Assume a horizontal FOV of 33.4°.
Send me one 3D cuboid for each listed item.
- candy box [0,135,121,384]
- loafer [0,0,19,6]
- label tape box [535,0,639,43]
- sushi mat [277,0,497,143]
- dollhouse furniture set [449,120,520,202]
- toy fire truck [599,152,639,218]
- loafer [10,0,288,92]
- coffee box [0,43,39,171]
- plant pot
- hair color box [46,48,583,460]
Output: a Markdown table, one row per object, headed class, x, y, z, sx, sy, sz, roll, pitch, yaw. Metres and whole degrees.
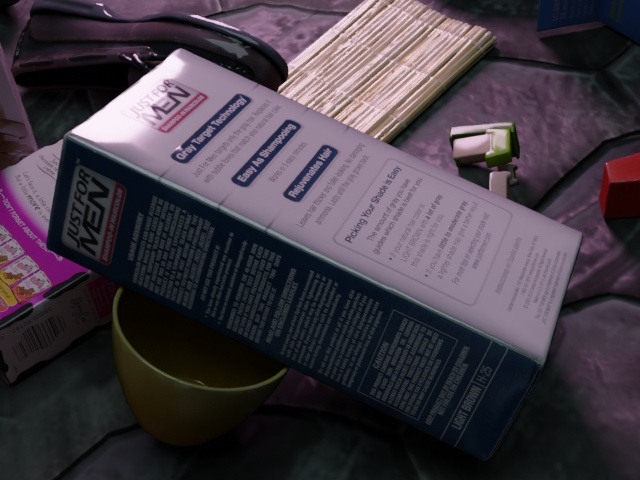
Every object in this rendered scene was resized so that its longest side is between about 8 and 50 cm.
| class | x | y | z | sx | sy | sz | roll | pitch | yaw |
| --- | --- | --- | --- | --- | --- | --- | --- | --- | --- |
| candy box | -0.209 | -0.006 | 0.908 | 0.233 | 0.071 | 0.159 | -33 | 54 | -21 |
| loafer | -0.395 | -0.332 | 1.211 | 0.078 | 0.076 | 0.223 | -42 | 53 | -18 |
| label tape box | 0.383 | -0.287 | 0.982 | 0.334 | 0.240 | 0.105 | -14 | 51 | -5 |
| sushi mat | 0.025 | -0.144 | 1.041 | 0.151 | 0.019 | 0.316 | 29 | 58 | 29 |
| dollhouse furniture set | 0.138 | -0.041 | 0.907 | 0.059 | 0.076 | 0.151 | -7 | 45 | 17 |
| toy fire truck | 0.340 | -0.018 | 0.876 | 0.192 | 0.047 | 0.135 | -6 | 47 | 0 |
| loafer | -0.173 | -0.164 | 1.039 | 0.303 | 0.109 | 0.095 | 16 | 70 | 27 |
| coffee box | -0.344 | -0.142 | 0.925 | 0.141 | 0.246 | 0.098 | -18 | 49 | -9 |
| plant pot | -0.093 | 0.093 | 0.780 | 0.134 | 0.095 | 0.134 | 14 | 35 | -10 |
| hair color box | 0.000 | 0.000 | 0.776 | 0.347 | 0.105 | 0.174 | 26 | 36 | 7 |
